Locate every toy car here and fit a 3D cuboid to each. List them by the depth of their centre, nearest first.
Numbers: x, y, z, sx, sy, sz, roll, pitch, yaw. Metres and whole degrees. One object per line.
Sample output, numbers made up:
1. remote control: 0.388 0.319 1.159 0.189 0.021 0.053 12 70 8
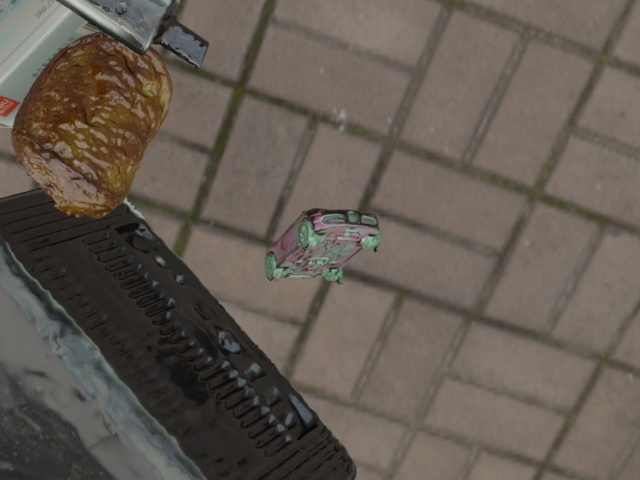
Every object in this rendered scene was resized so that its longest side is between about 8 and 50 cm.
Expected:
1. toy car: 0.000 0.000 1.172 0.069 0.055 0.142 2 159 -23

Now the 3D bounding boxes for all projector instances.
1. projector: -0.242 0.214 1.183 0.395 0.242 0.405 49 114 10

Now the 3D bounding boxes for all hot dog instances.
1. hot dog: -0.161 -0.081 0.962 0.065 0.147 0.099 -14 135 44

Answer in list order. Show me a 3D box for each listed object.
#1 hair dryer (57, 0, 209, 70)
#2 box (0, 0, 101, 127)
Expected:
1. hair dryer: -0.198 -0.210 0.797 0.284 0.320 0.156 18 102 2
2. box: -0.312 -0.258 1.532 0.269 0.135 0.079 -38 148 26
